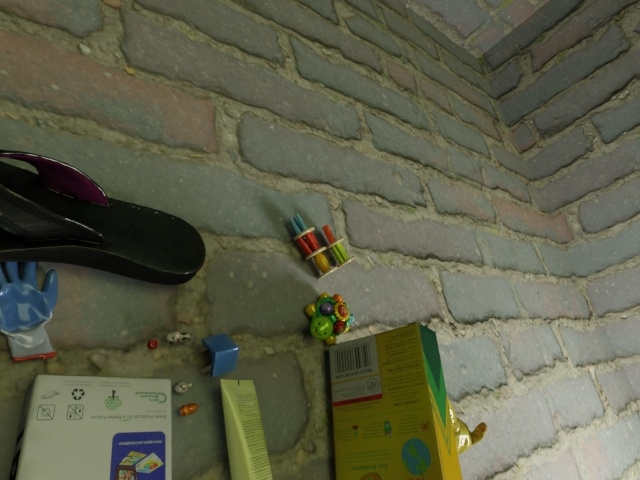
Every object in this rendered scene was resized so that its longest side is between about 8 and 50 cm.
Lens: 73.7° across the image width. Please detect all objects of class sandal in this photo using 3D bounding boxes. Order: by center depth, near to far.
[{"bbox_3d":[-0.355,-0.049,0.578,0.445,0.107,0.168,14,41,-41],"label":"sandal"}]

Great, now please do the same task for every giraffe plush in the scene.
[{"bbox_3d":[0.198,0.401,0.805,0.210,0.181,0.171,32,56,-2],"label":"giraffe plush"}]

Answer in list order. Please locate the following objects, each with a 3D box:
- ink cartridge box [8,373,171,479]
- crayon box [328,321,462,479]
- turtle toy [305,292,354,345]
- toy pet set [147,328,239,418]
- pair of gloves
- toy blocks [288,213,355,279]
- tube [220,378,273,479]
[{"bbox_3d":[-0.249,0.316,0.461,0.165,0.065,0.333,18,42,-36],"label":"ink cartridge box"},{"bbox_3d":[0.120,0.324,0.738,0.081,0.202,0.319,32,45,-44],"label":"crayon box"},{"bbox_3d":[0.019,0.157,0.857,0.095,0.066,0.130,56,41,1],"label":"turtle toy"},{"bbox_3d":[-0.184,0.190,0.642,0.114,0.065,0.122,-3,67,-45],"label":"toy pet set"},{"bbox_3d":[-0.416,0.082,0.507,0.198,0.023,0.159,-2,68,-52],"label":"pair of gloves"},{"bbox_3d":[0.000,0.000,0.951,0.123,0.054,0.148,-25,83,-48],"label":"toy blocks"},{"bbox_3d":[-0.106,0.329,0.636,0.062,0.070,0.240,-4,65,-22],"label":"tube"}]
